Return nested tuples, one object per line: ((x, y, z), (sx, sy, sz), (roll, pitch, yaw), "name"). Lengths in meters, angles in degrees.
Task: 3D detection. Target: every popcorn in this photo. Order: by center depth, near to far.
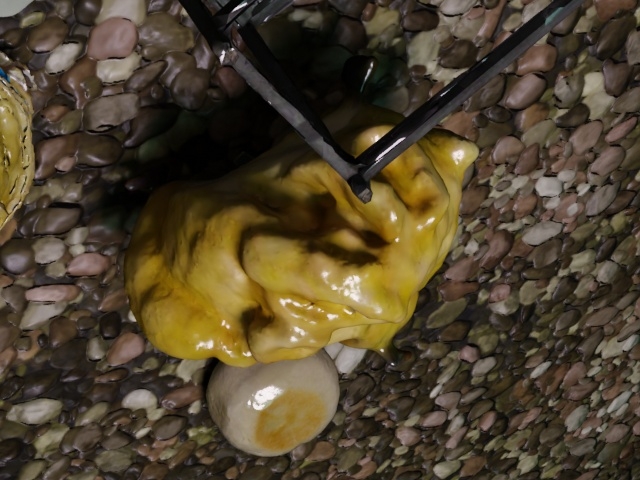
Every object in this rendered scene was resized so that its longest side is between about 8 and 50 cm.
((0.000, 0.000, 1.174), (0.316, 0.281, 0.297), (-27, -172, 36), "popcorn")

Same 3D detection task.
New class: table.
((0.055, -0.262, 0.983), (0.335, 0.272, 0.222), (-40, 138, 7), "table")

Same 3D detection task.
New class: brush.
((-0.055, -0.067, 1.293), (0.016, 0.013, 0.084), (-47, 138, 12), "brush")

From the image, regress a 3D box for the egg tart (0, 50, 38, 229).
((-0.352, -0.054, 1.052), (0.291, 0.107, 0.290), (-17, 137, -17), "egg tart")

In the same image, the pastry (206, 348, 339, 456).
((-0.053, 0.175, 1.464), (0.156, 0.092, 0.156), (-18, 130, -23), "pastry")

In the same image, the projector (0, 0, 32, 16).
((-0.255, -0.276, 0.865), (0.257, 0.079, 0.259), (20, 145, -40), "projector")
